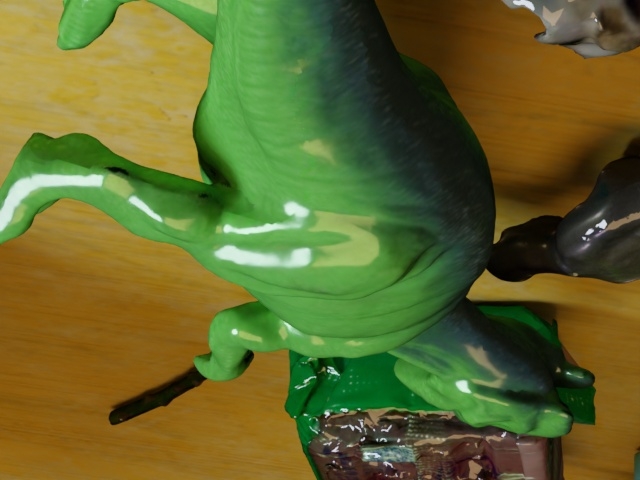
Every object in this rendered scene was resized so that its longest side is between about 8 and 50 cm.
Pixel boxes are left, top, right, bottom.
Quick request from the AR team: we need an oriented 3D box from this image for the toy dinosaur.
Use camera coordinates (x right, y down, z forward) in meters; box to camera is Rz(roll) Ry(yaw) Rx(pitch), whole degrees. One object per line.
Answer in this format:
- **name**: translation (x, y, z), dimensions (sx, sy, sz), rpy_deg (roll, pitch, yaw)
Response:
- **toy dinosaur**: translation (0.061, -0.014, 0.775), dimensions (0.374, 0.144, 0.500), rpy_deg (29, 157, -21)

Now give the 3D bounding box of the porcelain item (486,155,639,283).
- **porcelain item**: translation (0.178, -0.015, 0.930), dimensions (0.215, 0.069, 0.081), rpy_deg (-22, 154, 38)

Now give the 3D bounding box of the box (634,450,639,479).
- **box**: translation (0.282, 0.181, 1.180), dimensions (0.041, 0.162, 0.229), rpy_deg (16, 150, -21)

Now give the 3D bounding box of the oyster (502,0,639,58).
- **oyster**: translation (0.179, -0.136, 0.672), dimensions (0.237, 0.115, 0.351), rpy_deg (1, 148, 25)

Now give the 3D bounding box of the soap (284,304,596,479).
- **soap**: translation (0.076, 0.142, 1.208), dimensions (0.217, 0.098, 0.273), rpy_deg (-1, 151, 10)

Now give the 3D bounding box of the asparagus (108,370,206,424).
- **asparagus**: translation (-0.100, 0.102, 1.248), dimensions (0.016, 0.016, 0.163), rpy_deg (39, 141, -18)
